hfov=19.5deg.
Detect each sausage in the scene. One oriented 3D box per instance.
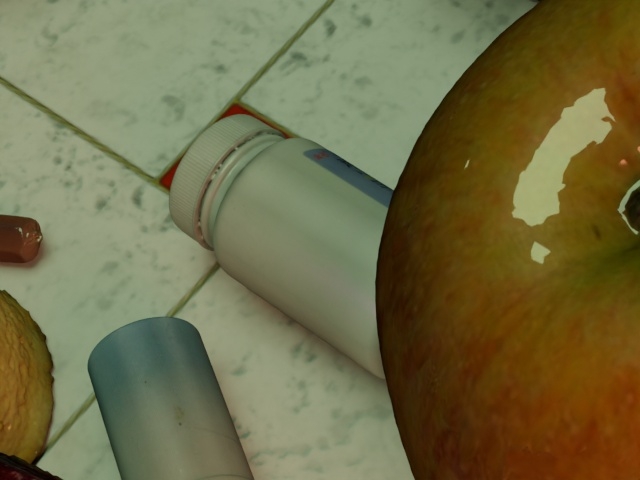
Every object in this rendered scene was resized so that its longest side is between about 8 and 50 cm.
[{"bbox_3d":[-0.256,-0.005,1.279,0.147,0.035,0.030,5,60,15],"label":"sausage"}]

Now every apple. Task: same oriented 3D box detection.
[{"bbox_3d":[0.220,0.024,0.961,0.400,0.333,0.400,-6,56,9],"label":"apple"}]

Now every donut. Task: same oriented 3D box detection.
[{"bbox_3d":[-0.262,0.111,1.176,0.217,0.085,0.141,-42,58,-16],"label":"donut"}]

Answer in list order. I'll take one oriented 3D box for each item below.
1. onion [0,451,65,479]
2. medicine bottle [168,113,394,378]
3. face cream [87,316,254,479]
[{"bbox_3d":[-0.235,0.199,1.004,0.207,0.206,0.216,27,84,14],"label":"onion"},{"bbox_3d":[0.000,0.000,1.170,0.186,0.103,0.103,33,71,30],"label":"medicine bottle"},{"bbox_3d":[-0.070,0.164,1.097,0.077,0.077,0.250,-23,57,-1],"label":"face cream"}]
